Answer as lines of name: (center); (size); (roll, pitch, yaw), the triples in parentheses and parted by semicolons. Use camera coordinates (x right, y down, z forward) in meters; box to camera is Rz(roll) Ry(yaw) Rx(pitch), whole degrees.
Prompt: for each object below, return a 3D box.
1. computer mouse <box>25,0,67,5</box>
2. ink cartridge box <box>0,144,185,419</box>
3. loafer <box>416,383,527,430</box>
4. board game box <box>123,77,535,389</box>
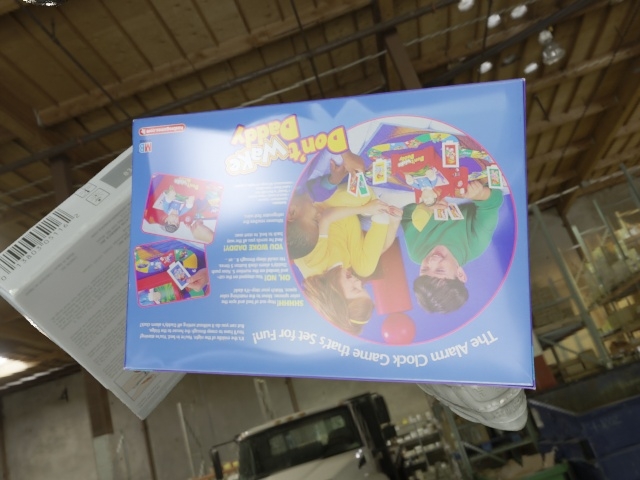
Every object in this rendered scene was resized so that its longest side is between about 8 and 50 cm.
computer mouse: (-0.333, -0.301, 0.577); (0.184, 0.060, 0.262); (6, -1, -28)
ink cartridge box: (-0.276, 0.069, 0.907); (0.308, 0.091, 0.385); (-49, -33, -26)
loafer: (0.143, 0.137, 0.709); (0.112, 0.111, 0.319); (-33, 13, -4)
board game box: (0.000, 0.000, 0.505); (0.347, 0.233, 0.078); (-1, -6, 17)
